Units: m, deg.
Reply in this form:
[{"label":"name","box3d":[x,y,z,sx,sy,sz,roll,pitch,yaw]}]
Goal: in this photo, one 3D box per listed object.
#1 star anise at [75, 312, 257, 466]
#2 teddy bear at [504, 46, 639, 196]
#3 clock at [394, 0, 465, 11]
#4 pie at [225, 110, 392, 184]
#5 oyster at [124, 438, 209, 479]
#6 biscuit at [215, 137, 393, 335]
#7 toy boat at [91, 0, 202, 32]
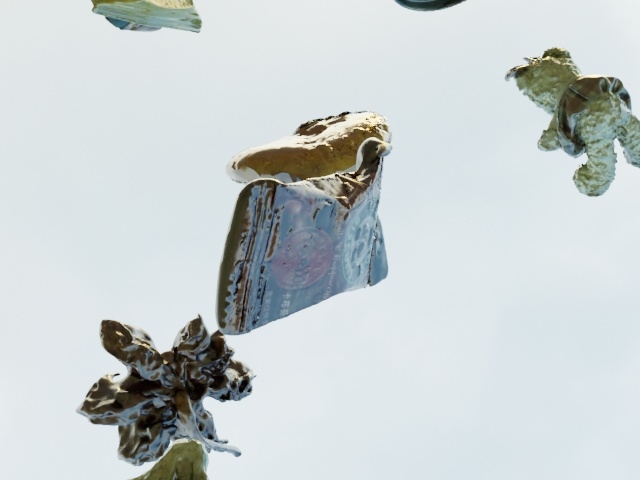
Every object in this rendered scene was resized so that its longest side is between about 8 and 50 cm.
[{"label":"star anise","box3d":[-0.169,0.175,1.432,0.220,0.190,0.126,3,-173,-30]},{"label":"teddy bear","box3d":[0.322,-0.164,1.519,0.133,0.111,0.213,-36,-101,-14]},{"label":"clock","box3d":[0.201,-0.459,1.970,0.215,0.215,0.042,-24,-119,5]},{"label":"pie","box3d":[-0.018,-0.135,1.852,0.273,0.069,0.273,-13,-163,4]},{"label":"oyster","box3d":[-0.091,0.182,0.540,0.177,0.125,0.064,-41,178,-9]},{"label":"biscuit","box3d":[0.000,-0.006,1.139,0.063,0.151,0.235,23,-154,29]},{"label":"toy boat","box3d":[-0.180,-0.249,1.294,0.066,0.172,0.065,-33,-106,32]}]
